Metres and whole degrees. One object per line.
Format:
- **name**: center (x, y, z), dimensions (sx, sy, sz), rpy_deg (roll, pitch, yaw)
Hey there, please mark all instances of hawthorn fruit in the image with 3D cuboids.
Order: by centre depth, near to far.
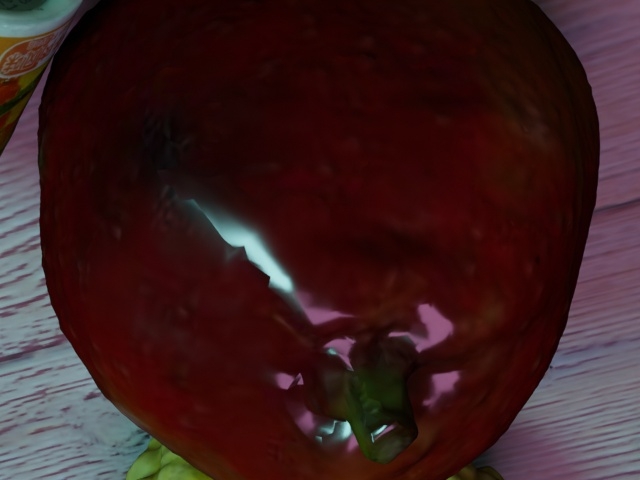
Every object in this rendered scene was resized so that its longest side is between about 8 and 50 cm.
- **hawthorn fruit**: center (0.000, 0.000, 0.876), dimensions (0.265, 0.307, 0.265), rpy_deg (-5, 128, -6)

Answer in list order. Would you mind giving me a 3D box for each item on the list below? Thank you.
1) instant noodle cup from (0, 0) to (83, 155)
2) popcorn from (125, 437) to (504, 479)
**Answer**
- **instant noodle cup**: center (-0.192, -0.084, 0.867), dimensions (0.168, 0.168, 0.185), rpy_deg (24, 135, -23)
- **popcorn**: center (-0.005, 0.185, 1.135), dimensions (0.250, 0.190, 0.250), rpy_deg (0, 145, 0)
